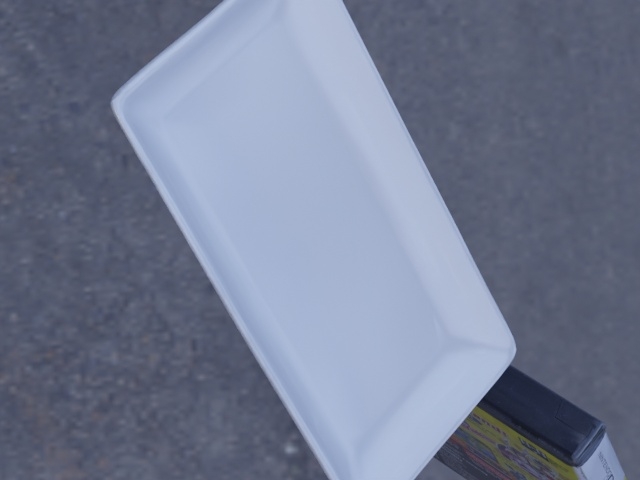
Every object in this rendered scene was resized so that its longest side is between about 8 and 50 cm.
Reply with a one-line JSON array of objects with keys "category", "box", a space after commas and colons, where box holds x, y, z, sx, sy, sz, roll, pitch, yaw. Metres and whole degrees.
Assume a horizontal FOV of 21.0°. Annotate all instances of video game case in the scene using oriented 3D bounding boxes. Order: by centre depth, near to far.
[{"category": "video game case", "box": [0.100, 0.119, 1.181, 0.035, 0.275, 0.248, -50, 146, -12]}]

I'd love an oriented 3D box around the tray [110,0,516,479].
[{"category": "tray", "box": [0.000, 0.000, 0.858, 0.145, 0.030, 0.270, -45, 121, -29]}]
